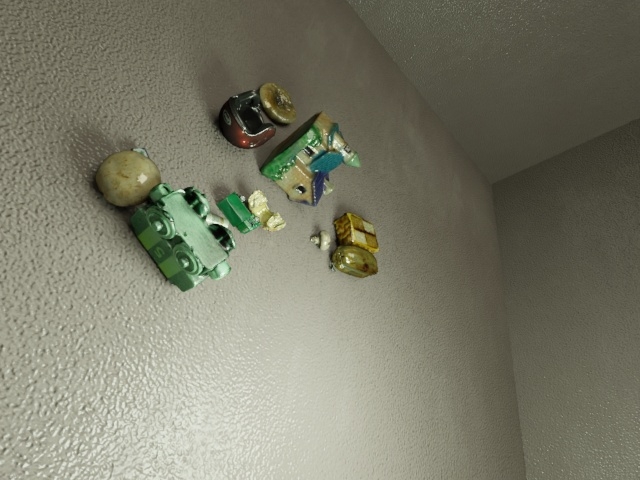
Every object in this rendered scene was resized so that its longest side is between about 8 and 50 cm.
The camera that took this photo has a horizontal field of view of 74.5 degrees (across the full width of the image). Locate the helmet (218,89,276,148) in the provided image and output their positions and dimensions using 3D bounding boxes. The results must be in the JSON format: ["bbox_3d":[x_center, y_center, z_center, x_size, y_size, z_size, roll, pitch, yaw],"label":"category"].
[{"bbox_3d":[-0.274,-0.437,1.558,0.216,0.193,0.189,-7,70,-62],"label":"helmet"}]

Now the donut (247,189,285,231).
[{"bbox_3d":[-0.205,-0.095,1.522,0.065,0.108,0.166,-42,94,-26],"label":"donut"}]

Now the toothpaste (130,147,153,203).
[{"bbox_3d":[-0.514,-0.183,1.259,0.047,0.040,0.196,-20,85,-48],"label":"toothpaste"}]

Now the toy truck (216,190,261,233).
[{"bbox_3d":[-0.278,-0.094,1.462,0.147,0.065,0.079,54,41,-12],"label":"toy truck"}]

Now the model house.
[{"bbox_3d":[-0.022,-0.305,1.685,0.280,0.312,0.245,45,38,-20],"label":"model house"}]

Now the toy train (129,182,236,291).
[{"bbox_3d":[-0.378,-0.006,1.153,0.167,0.238,0.299,-40,99,-45],"label":"toy train"}]

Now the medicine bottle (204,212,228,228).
[{"bbox_3d":[-0.347,-0.061,1.378,0.083,0.047,0.047,20,55,-42],"label":"medicine bottle"}]

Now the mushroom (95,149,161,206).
[{"bbox_3d":[-0.528,-0.166,1.161,0.166,0.127,0.166,6,53,-8],"label":"mushroom"}]

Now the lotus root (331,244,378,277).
[{"bbox_3d":[0.150,0.090,1.805,0.241,0.124,0.122,20,57,-42],"label":"lotus root"}]

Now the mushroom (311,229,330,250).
[{"bbox_3d":[0.000,0.000,1.737,0.079,0.085,0.085,0,65,-12],"label":"mushroom"}]

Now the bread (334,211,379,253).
[{"bbox_3d":[0.168,-0.026,1.914,0.222,0.096,0.181,20,53,-44],"label":"bread"}]

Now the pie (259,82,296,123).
[{"bbox_3d":[-0.197,-0.608,1.866,0.185,0.052,0.218,-10,75,-46],"label":"pie"}]
